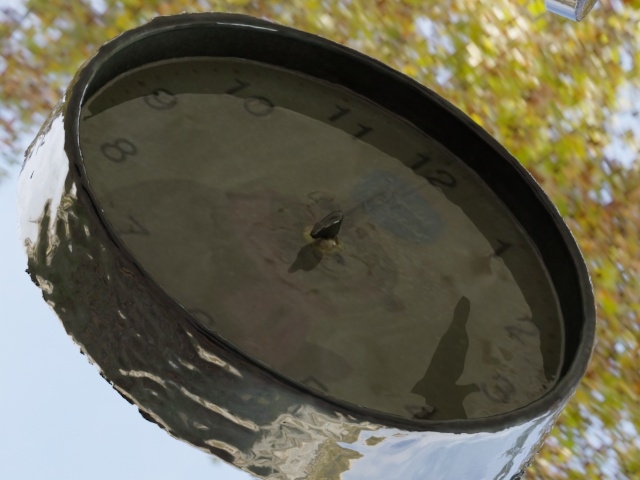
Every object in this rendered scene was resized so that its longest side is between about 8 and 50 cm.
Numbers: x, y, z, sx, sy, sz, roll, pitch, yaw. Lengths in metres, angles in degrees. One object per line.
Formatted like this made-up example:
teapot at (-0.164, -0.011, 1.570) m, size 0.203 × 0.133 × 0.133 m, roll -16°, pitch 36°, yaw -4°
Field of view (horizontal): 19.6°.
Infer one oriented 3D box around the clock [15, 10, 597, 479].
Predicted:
clock at (0.000, 0.000, 0.853) m, size 0.280 × 0.281 × 0.055 m, roll 51°, pitch -50°, yaw 26°

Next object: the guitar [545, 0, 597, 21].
guitar at (0.211, -0.222, 1.250) m, size 0.025 × 0.233 × 0.088 m, roll 25°, pitch -53°, yaw 19°
